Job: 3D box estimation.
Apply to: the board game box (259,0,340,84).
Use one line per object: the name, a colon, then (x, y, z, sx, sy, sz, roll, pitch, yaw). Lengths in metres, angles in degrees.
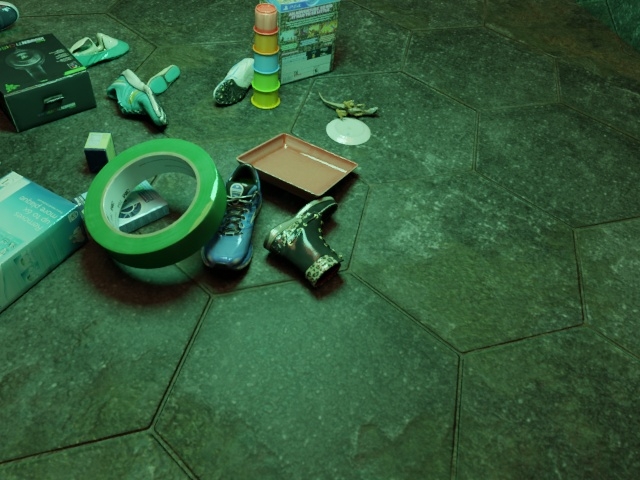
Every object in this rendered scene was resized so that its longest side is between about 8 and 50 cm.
board game box: (-0.076, -0.704, 1.865, 0.232, 0.290, 0.141, -23, 54, -26)

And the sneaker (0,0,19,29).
sneaker: (-1.164, -0.719, 1.873, 0.283, 0.099, 0.153, -20, 48, -15)

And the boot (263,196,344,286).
boot: (-0.001, 0.002, 1.372, 0.179, 0.085, 0.236, 41, 55, 21)

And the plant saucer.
plant saucer: (-0.061, -0.200, 1.536, 0.259, 0.047, 0.259, 25, 34, 16)

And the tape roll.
tape roll: (-0.383, -0.091, 1.295, 0.322, 0.077, 0.321, -5, 59, 7)

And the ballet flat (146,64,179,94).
ballet flat: (-0.523, -0.520, 1.813, 0.053, 0.057, 0.168, 0, 37, 31)

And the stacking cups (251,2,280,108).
stacking cups: (-0.161, -0.564, 1.710, 0.096, 0.316, 0.096, 5, 46, -5)

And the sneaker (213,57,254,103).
sneaker: (-0.282, -0.521, 1.824, 0.086, 0.085, 0.237, 5, 45, 34)

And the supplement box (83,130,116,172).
supplement box: (-0.601, -0.242, 1.515, 0.056, 0.083, 0.083, 1, 48, -6)

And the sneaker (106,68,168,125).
sneaker: (-0.557, -0.417, 1.693, 0.110, 0.107, 0.275, -41, 57, -13)

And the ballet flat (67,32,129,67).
ballet flat: (-0.753, -0.646, 1.867, 0.083, 0.087, 0.247, 34, 52, 23)

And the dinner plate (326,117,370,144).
dinner plate: (0.089, -0.349, 1.747, 0.141, 0.017, 0.141, 3, 49, -3)

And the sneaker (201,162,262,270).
sneaker: (-0.217, -0.067, 1.360, 0.130, 0.147, 0.329, 6, 48, -2)

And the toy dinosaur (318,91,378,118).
toy dinosaur: (0.077, -0.429, 1.801, 0.212, 0.064, 0.112, 17, 15, 7)

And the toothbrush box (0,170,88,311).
toothbrush box: (-0.721, 0.005, 1.247, 0.217, 0.126, 0.295, 26, 51, 16)

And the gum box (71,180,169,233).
gum box: (-0.509, -0.087, 1.413, 0.184, 0.041, 0.157, -31, 59, -30)

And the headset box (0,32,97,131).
headset box: (-0.853, -0.476, 1.668, 0.247, 0.131, 0.283, -29, 58, -28)
